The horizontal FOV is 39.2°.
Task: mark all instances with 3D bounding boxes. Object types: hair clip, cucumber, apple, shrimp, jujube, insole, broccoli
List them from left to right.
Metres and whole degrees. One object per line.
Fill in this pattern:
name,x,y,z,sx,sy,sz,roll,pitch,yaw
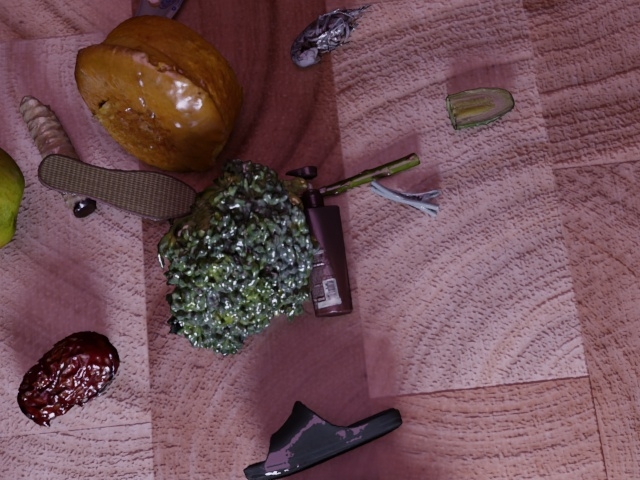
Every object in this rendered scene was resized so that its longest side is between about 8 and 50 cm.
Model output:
apple,-0.547,-0.069,1.377,0.196,0.196,0.195,-1,75,2
jujube,-0.380,0.199,1.342,0.166,0.104,0.104,-34,76,-5
insole,-0.320,-0.084,1.426,0.253,0.005,0.086,12,64,-11
broccoli,-0.122,0.014,1.341,0.288,0.248,0.245,-36,31,17
shrimp,0.020,-0.348,1.497,0.165,0.056,0.065,-32,60,4
hair clip,0.136,-0.076,1.434,0.115,0.030,0.039,18,57,5
cucumber,0.260,-0.212,1.461,0.108,0.035,0.067,-12,64,-6

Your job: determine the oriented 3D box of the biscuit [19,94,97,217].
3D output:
biscuit,-0.422,-0.138,1.454,0.055,0.061,0.219,-28,75,-12

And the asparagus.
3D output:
asparagus,0.041,-0.093,1.443,0.249,0.024,0.025,-18,32,-3

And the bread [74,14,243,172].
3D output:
bread,-0.242,-0.225,1.378,0.268,0.268,0.145,23,62,8

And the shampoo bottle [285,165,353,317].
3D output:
shampoo bottle,-0.002,0.001,1.391,0.068,0.067,0.236,-6,78,-18

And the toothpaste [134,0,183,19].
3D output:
toothpaste,-0.282,-0.383,1.525,0.075,0.048,0.301,19,74,11

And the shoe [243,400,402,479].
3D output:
shoe,-0.005,0.274,1.306,0.241,0.108,0.093,-19,73,-10
